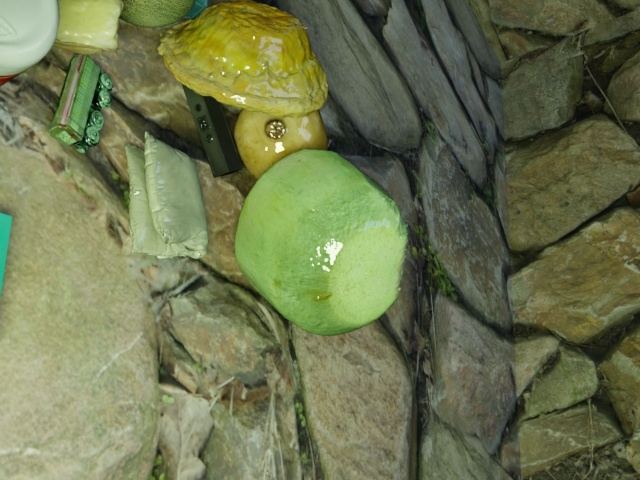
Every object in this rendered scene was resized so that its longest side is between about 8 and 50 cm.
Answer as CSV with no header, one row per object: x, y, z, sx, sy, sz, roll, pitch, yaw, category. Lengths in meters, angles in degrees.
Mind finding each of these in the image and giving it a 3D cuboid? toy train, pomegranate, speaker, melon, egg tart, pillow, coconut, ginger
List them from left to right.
-0.376,-0.313,0.934,0.193,0.122,0.115,11,82,-20,ginger
-0.340,-0.196,0.967,0.071,0.038,0.148,37,46,-45,toy train
-0.279,-0.410,1.066,0.192,0.139,0.139,-9,84,-60,melon
-0.235,-0.064,1.038,0.134,0.078,0.181,15,60,-58,pillow
-0.195,-0.210,1.200,0.046,0.040,0.191,-25,98,-58,speaker
-0.120,-0.328,1.152,0.319,0.319,0.128,-42,157,-56,egg tart
-0.072,-0.192,1.258,0.196,0.196,0.196,31,51,-48,pomegranate
0.000,0.000,1.171,0.281,0.328,0.328,-32,108,-13,coconut

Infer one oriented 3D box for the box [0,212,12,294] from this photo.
-0.443,0.018,0.699,0.226,0.042,0.161,26,55,-50,box

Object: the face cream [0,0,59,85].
-0.417,-0.248,0.723,0.201,0.187,0.201,31,51,-48,face cream

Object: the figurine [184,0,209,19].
-0.257,-0.452,1.193,0.140,0.068,0.075,26,58,-43,figurine
